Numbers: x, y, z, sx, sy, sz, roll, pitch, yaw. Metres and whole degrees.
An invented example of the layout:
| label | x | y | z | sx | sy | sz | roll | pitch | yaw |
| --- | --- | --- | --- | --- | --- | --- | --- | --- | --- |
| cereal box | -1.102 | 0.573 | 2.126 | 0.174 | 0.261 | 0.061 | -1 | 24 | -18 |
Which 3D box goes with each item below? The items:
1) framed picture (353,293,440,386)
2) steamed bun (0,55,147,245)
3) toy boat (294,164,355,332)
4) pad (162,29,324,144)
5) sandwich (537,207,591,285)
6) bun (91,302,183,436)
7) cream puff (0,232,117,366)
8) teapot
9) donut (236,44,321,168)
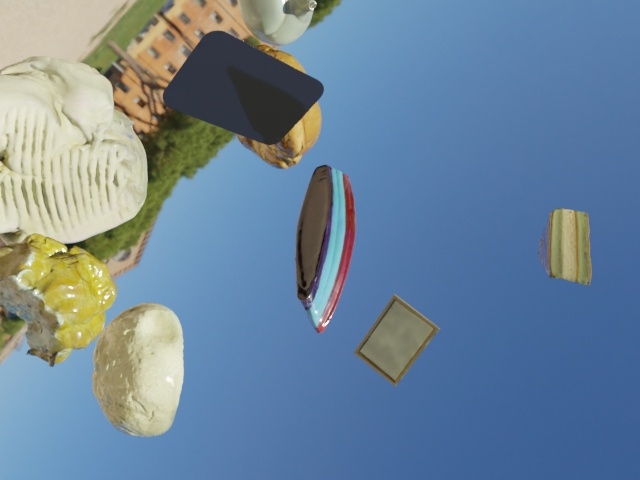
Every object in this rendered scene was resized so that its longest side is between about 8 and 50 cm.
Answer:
| label | x | y | z | sx | sy | sz | roll | pitch | yaw |
| --- | --- | --- | --- | --- | --- | --- | --- | --- | --- |
| framed picture | 0.185 | 0.248 | 1.505 | 0.201 | 0.136 | 0.010 | -59 | 164 | 23 |
| steamed bun | -0.505 | -0.173 | 1.110 | 0.352 | 0.339 | 0.247 | -20 | -134 | -24 |
| toy boat | 0.000 | 0.000 | 1.221 | 0.136 | 0.079 | 0.392 | -14 | -135 | 22 |
| pad | -0.134 | -0.266 | 1.102 | 0.181 | 0.267 | 0.004 | -43 | -129 | 30 |
| sandwich | 0.470 | 0.007 | 1.154 | 0.163 | 0.079 | 0.114 | -40 | 140 | -73 |
| bun | -0.501 | 0.352 | 1.656 | 0.349 | 0.227 | 0.353 | -146 | -120 | -65 |
| cream puff | -0.305 | 0.055 | 0.708 | 0.121 | 0.156 | 0.156 | -24 | -149 | 17 |
| teapot | -0.145 | -0.657 | 1.545 | 0.220 | 0.318 | 0.149 | -27 | -172 | 30 |
| donut | -0.129 | -0.338 | 1.543 | 0.150 | 0.299 | 0.317 | -44 | 173 | -24 |
